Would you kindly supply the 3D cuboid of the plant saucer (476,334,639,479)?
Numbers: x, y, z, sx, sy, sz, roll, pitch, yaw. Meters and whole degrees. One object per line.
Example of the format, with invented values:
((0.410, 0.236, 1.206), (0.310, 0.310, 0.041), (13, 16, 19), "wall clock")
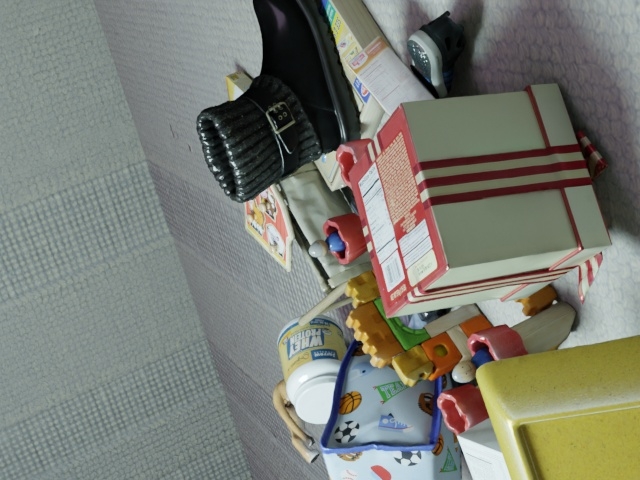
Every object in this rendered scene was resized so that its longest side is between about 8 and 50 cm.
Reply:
((0.378, 0.287, 1.204), (0.333, 0.081, 0.332), (-15, 101, 27), "plant saucer")

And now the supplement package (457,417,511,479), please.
((0.364, 0.373, 1.443), (0.198, 0.199, 0.262), (0, 112, 69), "supplement package")

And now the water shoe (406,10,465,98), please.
((0.176, -0.260, 1.419), (0.073, 0.080, 0.203), (51, -177, 9), "water shoe")

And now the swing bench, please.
((0.000, 0.000, 2.014), (0.253, 0.165, 0.254), (62, 154, 14), "swing bench")

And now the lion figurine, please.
((-0.005, 0.334, 2.214), (0.240, 0.392, 0.142), (43, 108, 19), "lion figurine")

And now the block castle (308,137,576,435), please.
((0.167, 0.069, 1.587), (0.453, 0.213, 0.303), (56, 158, 24), "block castle")

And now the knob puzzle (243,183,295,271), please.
((-0.113, -0.054, 1.966), (0.213, 0.030, 0.213), (43, 145, 42), "knob puzzle")

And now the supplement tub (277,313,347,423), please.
((-0.007, 0.265, 2.071), (0.199, 0.144, 0.144), (-106, 8, -50), "supplement tub")

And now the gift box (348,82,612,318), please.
((0.210, -0.026, 1.297), (0.255, 0.258, 0.276), (138, 121, -67), "gift box")

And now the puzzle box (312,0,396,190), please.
((0.015, -0.293, 1.803), (0.272, 0.052, 0.409), (59, 159, 17), "puzzle box")

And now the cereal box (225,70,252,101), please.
((-0.129, -0.249, 2.216), (0.240, 0.047, 0.173), (47, 153, 42), "cereal box")

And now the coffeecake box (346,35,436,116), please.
((0.137, -0.196, 1.490), (0.185, 0.068, 0.142), (54, -170, 30), "coffeecake box")

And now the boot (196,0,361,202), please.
((-0.101, -0.261, 1.670), (0.347, 0.260, 0.131), (68, 160, -6), "boot")

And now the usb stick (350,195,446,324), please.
((0.142, 0.030, 1.823), (0.278, 0.045, 0.077), (59, -164, 17), "usb stick")

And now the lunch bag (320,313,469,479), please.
((0.158, 0.341, 1.830), (0.385, 0.239, 0.327), (-76, -20, -54), "lunch bag")
